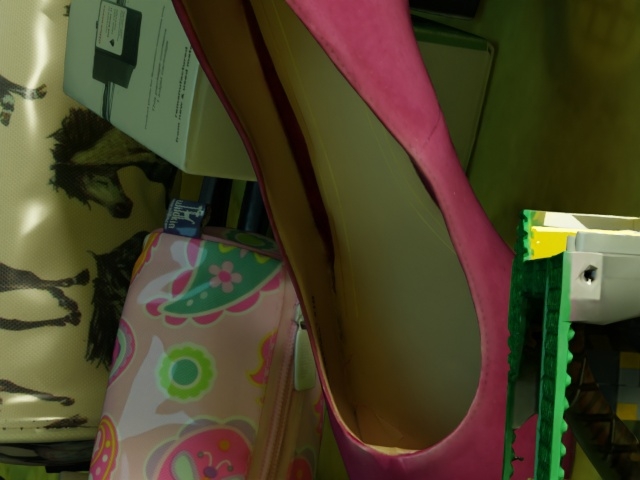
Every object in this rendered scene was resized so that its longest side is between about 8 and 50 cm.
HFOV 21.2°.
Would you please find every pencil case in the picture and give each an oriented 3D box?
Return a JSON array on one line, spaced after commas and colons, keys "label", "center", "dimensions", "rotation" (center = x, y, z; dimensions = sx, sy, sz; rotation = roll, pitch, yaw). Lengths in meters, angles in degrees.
[{"label": "pencil case", "center": [-0.154, -0.059, 1.098], "dimensions": [0.160, 0.184, 0.410], "rotation": [-17, 67, 55]}, {"label": "pencil case", "center": [-0.060, 0.129, 0.899], "dimensions": [0.124, 0.124, 0.284], "rotation": [-5, 71, 63]}]

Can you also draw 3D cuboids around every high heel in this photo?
[{"label": "high heel", "center": [0.000, 0.000, 0.702], "dimensions": [0.127, 0.181, 0.377], "rotation": [-9, 92, 40]}]

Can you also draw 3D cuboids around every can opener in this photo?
[{"label": "can opener", "center": [-0.058, 0.016, 1.013], "dimensions": [0.073, 0.059, 0.186], "rotation": [171, 105, -70]}]

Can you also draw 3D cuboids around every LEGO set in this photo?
[{"label": "LEGO set", "center": [0.152, 0.130, 0.515], "dimensions": [0.255, 0.192, 0.331], "rotation": [79, -165, -79]}]

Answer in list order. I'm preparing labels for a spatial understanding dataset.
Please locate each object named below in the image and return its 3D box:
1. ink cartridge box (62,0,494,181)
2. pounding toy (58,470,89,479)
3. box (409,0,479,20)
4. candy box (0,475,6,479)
[{"label": "ink cartridge box", "center": [-0.032, -0.090, 0.887], "dimensions": [0.208, 0.153, 0.086], "rotation": [33, 115, 62]}, {"label": "pounding toy", "center": [-0.093, 0.221, 0.985], "dimensions": [0.100, 0.130, 0.141], "rotation": [-144, 64, -73]}, {"label": "box", "center": [0.035, -0.217, 0.846], "dimensions": [0.156, 0.093, 0.158], "rotation": [57, 133, 51]}, {"label": "candy box", "center": [-0.247, 0.273, 1.078], "dimensions": [0.317, 0.122, 0.268], "rotation": [57, -164, -55]}]
